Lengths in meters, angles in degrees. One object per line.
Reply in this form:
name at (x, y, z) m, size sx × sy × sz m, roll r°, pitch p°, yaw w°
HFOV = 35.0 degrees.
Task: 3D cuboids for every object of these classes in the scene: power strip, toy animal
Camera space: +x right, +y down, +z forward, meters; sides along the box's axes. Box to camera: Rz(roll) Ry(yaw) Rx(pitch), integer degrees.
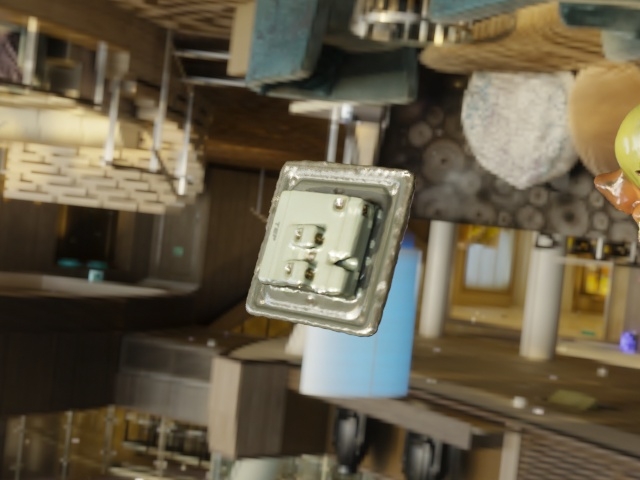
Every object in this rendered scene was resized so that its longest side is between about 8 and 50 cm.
power strip at (-0.002, -0.001, 1.508) m, size 0.251 × 0.257 × 0.092 m, roll 5°, pitch 167°, yaw 44°
toy animal at (0.583, -0.166, 1.627) m, size 0.191 × 0.338 × 0.216 m, roll 3°, pitch -144°, yaw -44°

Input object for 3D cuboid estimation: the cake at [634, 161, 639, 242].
cake at (0.403, -0.031, 1.137) m, size 0.112 × 0.116 × 0.295 m, roll -3°, pitch -169°, yaw 26°
